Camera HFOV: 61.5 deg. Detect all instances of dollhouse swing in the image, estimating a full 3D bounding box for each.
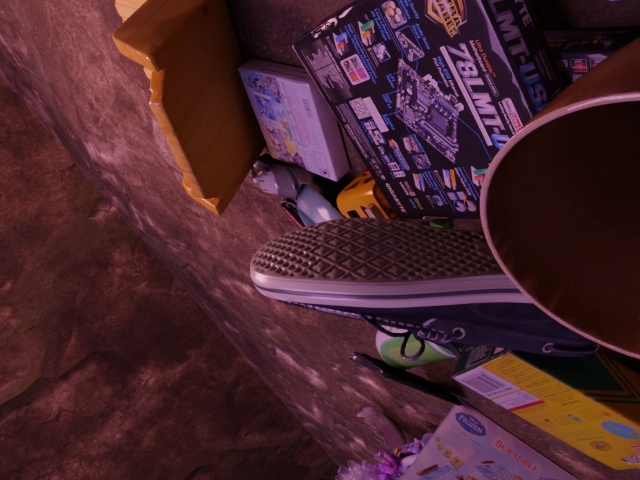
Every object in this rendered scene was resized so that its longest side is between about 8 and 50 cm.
[{"bbox_3d":[-0.307,-0.286,1.037,0.305,0.315,0.346,12,144,20],"label":"dollhouse swing"}]

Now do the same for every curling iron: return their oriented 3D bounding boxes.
[{"bbox_3d":[0.000,0.000,1.261,0.274,0.035,0.068,52,155,-11],"label":"curling iron"}]

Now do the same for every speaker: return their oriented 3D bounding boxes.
[{"bbox_3d":[0.215,0.192,1.107,0.131,0.131,0.296,45,156,2],"label":"speaker"}]

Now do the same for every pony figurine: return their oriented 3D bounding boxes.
[{"bbox_3d":[0.268,0.715,1.705,0.351,0.302,0.363,40,141,-7],"label":"pony figurine"}]

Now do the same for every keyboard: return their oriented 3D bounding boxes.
[{"bbox_3d":[0.190,0.322,1.304,0.317,0.033,0.202,31,170,-38],"label":"keyboard"}]

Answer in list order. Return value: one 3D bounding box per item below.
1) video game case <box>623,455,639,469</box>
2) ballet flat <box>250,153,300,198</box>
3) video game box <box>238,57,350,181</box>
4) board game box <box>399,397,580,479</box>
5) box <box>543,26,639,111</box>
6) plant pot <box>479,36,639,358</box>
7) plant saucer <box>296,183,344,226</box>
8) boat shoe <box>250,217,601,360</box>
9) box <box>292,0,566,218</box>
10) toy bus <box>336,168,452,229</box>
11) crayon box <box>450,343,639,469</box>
[{"bbox_3d":[0.529,0.328,0.938,0.183,0.023,0.201,21,146,43],"label":"video game case"},{"bbox_3d":[-0.101,-0.126,1.107,0.213,0.068,0.072,-133,25,-61],"label":"ballet flat"},{"bbox_3d":[-0.047,-0.220,0.985,0.187,0.048,0.205,24,147,37],"label":"video game box"},{"bbox_3d":[0.367,0.584,1.234,0.319,0.318,0.065,32,152,29],"label":"board game box"},{"bbox_3d":[0.243,-0.147,0.627,0.231,0.056,0.183,21,145,44],"label":"box"},{"bbox_3d":[0.287,-0.073,0.416,0.237,0.254,0.237,29,148,20],"label":"plant pot"},{"bbox_3d":[0.047,0.022,1.090,0.317,0.044,0.317,50,174,8],"label":"plant saucer"},{"bbox_3d":[0.152,0.071,0.717,0.501,0.186,0.155,2,121,6],"label":"boat shoe"},{"bbox_3d":[0.133,-0.157,0.630,0.295,0.073,0.293,56,155,-19],"label":"box"},{"bbox_3d":[0.115,-0.069,0.890,0.191,0.104,0.202,32,153,27],"label":"toy bus"},{"bbox_3d":[0.396,0.245,0.848,0.319,0.081,0.202,30,153,2],"label":"crayon box"}]
